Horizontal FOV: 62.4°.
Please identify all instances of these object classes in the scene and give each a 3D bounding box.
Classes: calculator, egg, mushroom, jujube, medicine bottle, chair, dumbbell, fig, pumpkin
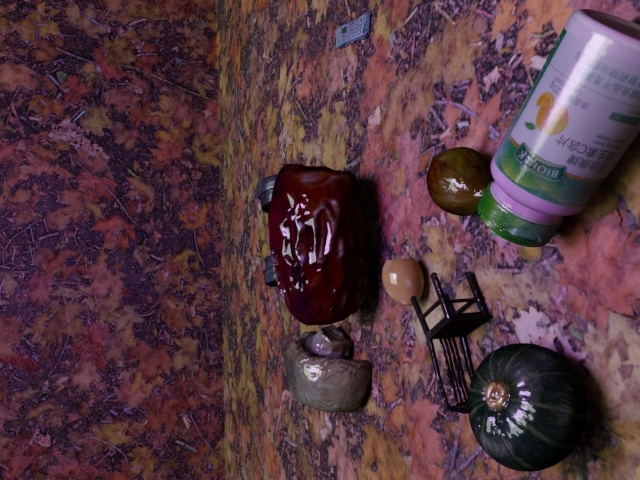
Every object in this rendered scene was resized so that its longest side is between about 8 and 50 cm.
[{"bbox_3d":[0.077,-0.514,1.304,0.172,0.018,0.057,-155,69,-66],"label":"calculator"},{"bbox_3d":[0.161,0.080,1.025,0.080,0.080,0.096,150,118,-63],"label":"egg"},{"bbox_3d":[-0.007,0.326,1.305,0.267,0.164,0.189,-138,53,-60],"label":"mushroom"},{"bbox_3d":[0.000,0.000,1.211,0.258,0.259,0.376,-11,92,66],"label":"jujube"},{"bbox_3d":[0.299,-0.123,0.647,0.133,0.134,0.274,-114,32,-43],"label":"medicine bottle"},{"bbox_3d":[0.229,0.166,0.868,0.101,0.084,0.212,117,145,-53],"label":"chair"},{"bbox_3d":[-0.072,-0.024,1.434,0.185,0.185,0.388,148,119,-63],"label":"dumbbell"},{"bbox_3d":[0.232,-0.090,0.836,0.155,0.103,0.109,-138,30,-70],"label":"fig"},{"bbox_3d":[0.273,0.221,0.710,0.167,0.125,0.167,-26,53,40],"label":"pumpkin"}]
